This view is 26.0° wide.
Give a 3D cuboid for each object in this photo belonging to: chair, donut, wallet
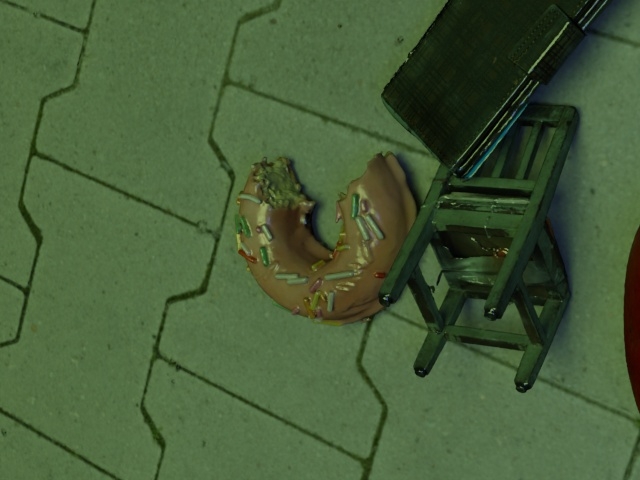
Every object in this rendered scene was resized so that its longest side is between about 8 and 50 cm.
[{"bbox_3d":[0.183,0.005,1.430,0.136,0.147,0.270,5,52,31],"label":"chair"},{"bbox_3d":[0.000,0.000,1.564,0.233,0.085,0.199,-2,93,35],"label":"donut"},{"bbox_3d":[0.195,-0.225,1.403,0.317,0.044,0.169,-53,46,15],"label":"wallet"}]

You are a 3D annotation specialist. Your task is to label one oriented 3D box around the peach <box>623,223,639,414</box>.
[{"bbox_3d":[0.400,0.074,1.257,0.281,0.281,0.338,-34,40,30],"label":"peach"}]
